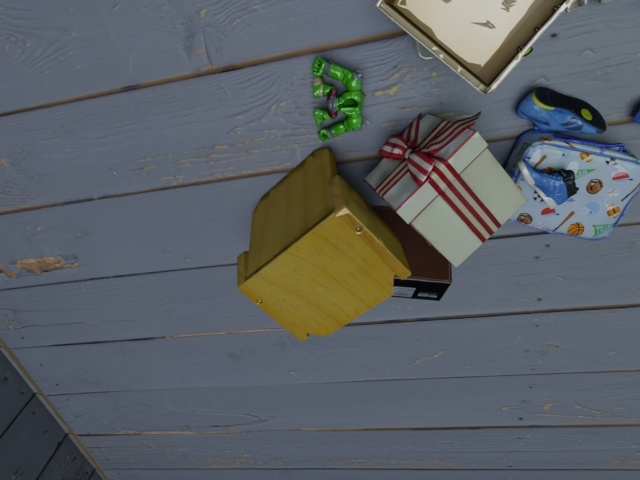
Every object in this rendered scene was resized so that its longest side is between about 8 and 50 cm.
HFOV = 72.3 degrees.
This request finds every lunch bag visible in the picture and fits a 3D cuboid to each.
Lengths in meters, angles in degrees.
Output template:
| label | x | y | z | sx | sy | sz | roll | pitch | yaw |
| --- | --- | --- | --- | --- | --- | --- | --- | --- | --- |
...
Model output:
| label | x | y | z | sx | sy | sz | roll | pitch | yaw |
| --- | --- | --- | --- | --- | --- | --- | --- | --- | --- |
| lunch bag | 0.603 | -0.138 | 1.066 | 0.303 | 0.115 | 0.243 | 12 | 121 | 1 |

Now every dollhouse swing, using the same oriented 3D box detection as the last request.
| label | x | y | z | sx | sy | sz | roll | pitch | yaw |
| --- | --- | --- | --- | --- | --- | --- | --- | --- | --- |
| dollhouse swing | 0.000 | 0.000 | 1.117 | 0.347 | 0.305 | 0.315 | -38 | 110 | 26 |

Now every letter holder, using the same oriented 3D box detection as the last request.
| label | x | y | z | sx | sy | sz | roll | pitch | yaw |
| --- | --- | --- | --- | --- | --- | --- | --- | --- | --- |
| letter holder | 0.196 | 0.033 | 1.224 | 0.301 | 0.214 | 0.152 | 5 | 155 | 5 |

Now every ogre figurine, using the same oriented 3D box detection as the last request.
| label | x | y | z | sx | sy | sz | roll | pitch | yaw |
| --- | --- | --- | --- | --- | --- | --- | --- | --- | --- |
| ogre figurine | 0.043 | -0.325 | 1.034 | 0.118 | 0.097 | 0.197 | 9 | 112 | 16 |

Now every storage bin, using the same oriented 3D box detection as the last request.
| label | x | y | z | sx | sy | sz | roll | pitch | yaw |
| --- | --- | --- | --- | --- | --- | --- | --- | --- | --- |
| storage bin | 0.283 | -0.433 | 0.743 | 0.260 | 0.123 | 0.262 | 39 | 119 | -3 |

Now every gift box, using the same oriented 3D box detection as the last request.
| label | x | y | z | sx | sy | sz | roll | pitch | yaw |
| --- | --- | --- | --- | --- | --- | --- | --- | --- | --- |
| gift box | 0.278 | -0.146 | 1.009 | 0.258 | 0.255 | 0.276 | 38 | 96 | -26 |

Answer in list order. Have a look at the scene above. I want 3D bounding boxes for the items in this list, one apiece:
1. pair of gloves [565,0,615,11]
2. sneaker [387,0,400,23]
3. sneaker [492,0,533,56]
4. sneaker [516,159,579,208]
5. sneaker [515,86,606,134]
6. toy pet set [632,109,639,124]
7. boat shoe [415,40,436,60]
| label | x | y | z | sx | sy | sz | roll | pitch | yaw |
| --- | --- | --- | --- | --- | --- | --- | --- | --- | --- |
| pair of gloves | 0.512 | -0.534 | 0.793 | 0.240 | 0.042 | 0.204 | -19 | 125 | -21 |
| sneaker | 0.199 | -0.607 | 0.805 | 0.210 | 0.137 | 0.366 | -2 | 119 | 12 |
| sneaker | 0.399 | -0.545 | 0.842 | 0.147 | 0.145 | 0.385 | -3 | 123 | -32 |
| sneaker | 0.513 | -0.144 | 0.979 | 0.152 | 0.058 | 0.084 | 42 | 121 | -17 |
| sneaker | 0.553 | -0.285 | 1.014 | 0.209 | 0.069 | 0.082 | 16 | 151 | -10 |
| toy pet set | 0.768 | -0.303 | 0.982 | 0.114 | 0.065 | 0.122 | -46 | 114 | -8 |
| boat shoe | 0.259 | -0.494 | 0.910 | 0.081 | 0.069 | 0.228 | 17 | 123 | -1 |
